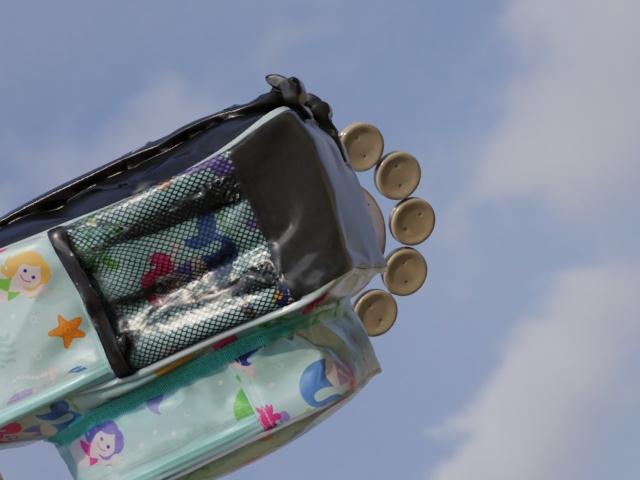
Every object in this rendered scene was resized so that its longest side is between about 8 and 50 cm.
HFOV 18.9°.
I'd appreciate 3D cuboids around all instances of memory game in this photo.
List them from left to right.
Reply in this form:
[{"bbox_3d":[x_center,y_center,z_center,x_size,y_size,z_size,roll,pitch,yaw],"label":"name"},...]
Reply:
[{"bbox_3d":[0.000,0.000,1.395,0.186,0.012,0.186,-7,-73,-23],"label":"memory game"}]

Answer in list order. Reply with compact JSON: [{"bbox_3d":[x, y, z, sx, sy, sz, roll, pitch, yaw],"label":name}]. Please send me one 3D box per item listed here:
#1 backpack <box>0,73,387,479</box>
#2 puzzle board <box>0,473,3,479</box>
[{"bbox_3d":[-0.094,0.041,1.042,0.253,0.191,0.225,-18,-2,7],"label":"backpack"},{"bbox_3d":[-0.371,0.264,1.899,0.128,0.096,0.011,-23,9,-4],"label":"puzzle board"}]
